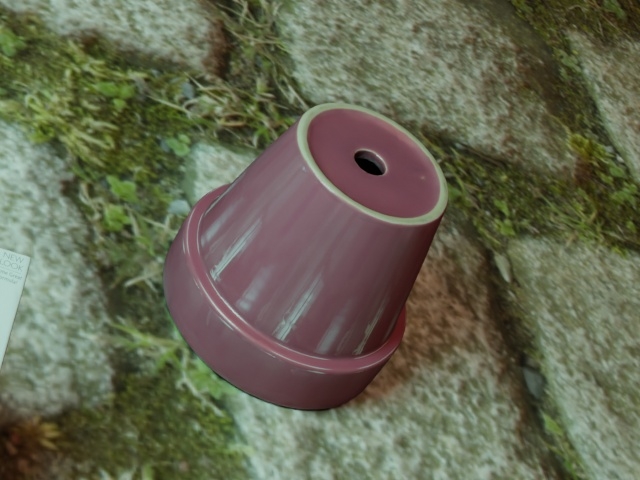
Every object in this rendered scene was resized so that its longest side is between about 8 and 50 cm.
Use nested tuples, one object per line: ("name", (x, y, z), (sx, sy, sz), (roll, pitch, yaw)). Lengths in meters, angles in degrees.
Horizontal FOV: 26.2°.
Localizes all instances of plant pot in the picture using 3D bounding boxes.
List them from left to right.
("plant pot", (0.000, 0.000, 1.070), (0.201, 0.180, 0.201), (20, 40, -18))

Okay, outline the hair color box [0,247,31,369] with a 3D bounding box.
("hair color box", (-0.228, 0.074, 0.767), (0.093, 0.053, 0.167), (18, 50, -15))
